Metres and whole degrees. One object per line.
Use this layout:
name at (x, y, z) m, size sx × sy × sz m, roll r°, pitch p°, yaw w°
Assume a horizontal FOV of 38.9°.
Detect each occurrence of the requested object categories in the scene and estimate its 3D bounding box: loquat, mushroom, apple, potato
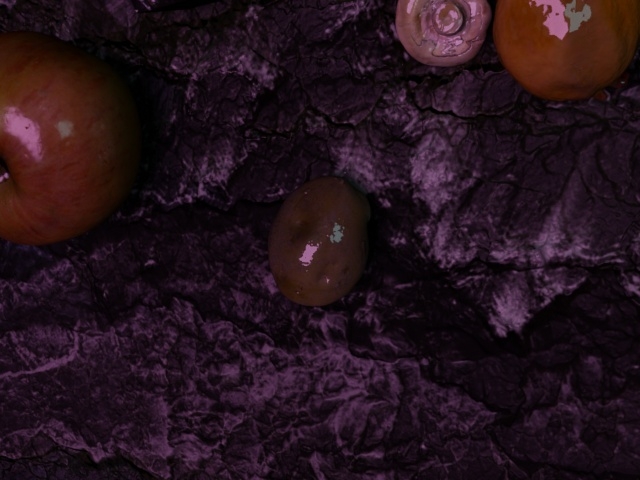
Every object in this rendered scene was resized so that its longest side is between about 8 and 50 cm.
loquat at (0.342, -0.308, 1.253) m, size 0.193 × 0.238 × 0.238 m, roll 3°, pitch 109°, yaw 45°
mushroom at (0.189, -0.339, 1.382) m, size 0.154 × 0.122 × 0.154 m, roll 0°, pitch 111°, yaw 0°
apple at (-0.524, -0.199, 1.710) m, size 0.400 × 0.333 × 0.400 m, roll 12°, pitch 129°, yaw 16°
potato at (0.000, 0.000, 1.584) m, size 0.178 × 0.160 × 0.235 m, roll 22°, pitch 103°, yaw -6°

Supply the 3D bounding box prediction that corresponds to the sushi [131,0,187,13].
sushi at (-0.232, -0.511, 1.498) m, size 0.212 × 0.215 × 0.227 m, roll -6°, pitch 103°, yaw 30°
